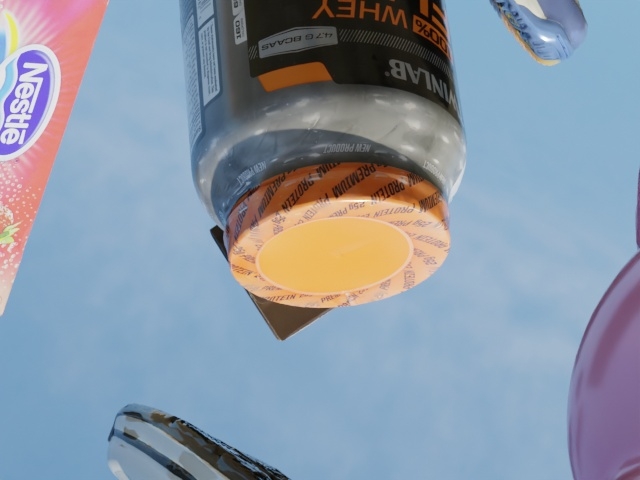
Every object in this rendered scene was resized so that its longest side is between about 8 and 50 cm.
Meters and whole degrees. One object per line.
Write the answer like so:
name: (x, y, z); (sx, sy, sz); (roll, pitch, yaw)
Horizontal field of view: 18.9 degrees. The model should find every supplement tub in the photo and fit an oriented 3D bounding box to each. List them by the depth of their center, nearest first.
supplement tub: (-0.001, -0.124, 1.361); (0.194, 0.193, 0.316); (8, -122, -25)

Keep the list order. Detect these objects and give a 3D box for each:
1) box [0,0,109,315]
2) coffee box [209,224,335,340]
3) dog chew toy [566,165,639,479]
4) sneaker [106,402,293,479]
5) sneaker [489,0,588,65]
box: (-0.186, -0.099, 0.878); (0.128, 0.256, 0.122); (3, -146, -34)
coffee box: (0.000, 0.000, 1.764); (0.119, 0.168, 0.297); (57, 177, 1)
dog chew toy: (0.170, 0.049, 0.588); (0.207, 0.206, 0.332); (29, -126, 8)
sneaker: (-0.063, 0.312, 1.431); (0.447, 0.257, 0.169); (32, 178, 41)
sneaker: (0.147, -0.276, 1.377); (0.112, 0.131, 0.296); (67, -179, -82)
